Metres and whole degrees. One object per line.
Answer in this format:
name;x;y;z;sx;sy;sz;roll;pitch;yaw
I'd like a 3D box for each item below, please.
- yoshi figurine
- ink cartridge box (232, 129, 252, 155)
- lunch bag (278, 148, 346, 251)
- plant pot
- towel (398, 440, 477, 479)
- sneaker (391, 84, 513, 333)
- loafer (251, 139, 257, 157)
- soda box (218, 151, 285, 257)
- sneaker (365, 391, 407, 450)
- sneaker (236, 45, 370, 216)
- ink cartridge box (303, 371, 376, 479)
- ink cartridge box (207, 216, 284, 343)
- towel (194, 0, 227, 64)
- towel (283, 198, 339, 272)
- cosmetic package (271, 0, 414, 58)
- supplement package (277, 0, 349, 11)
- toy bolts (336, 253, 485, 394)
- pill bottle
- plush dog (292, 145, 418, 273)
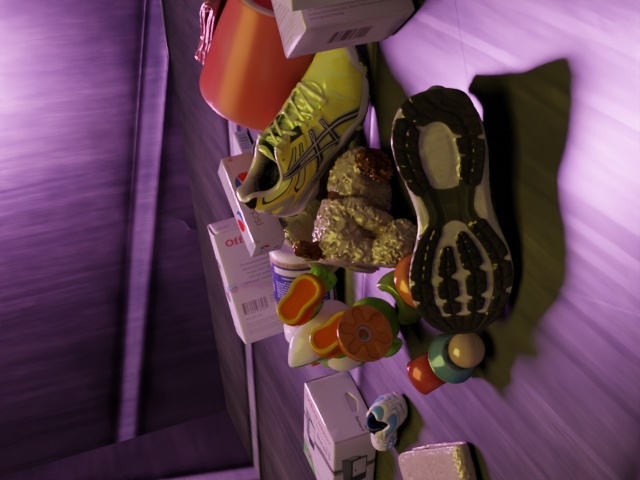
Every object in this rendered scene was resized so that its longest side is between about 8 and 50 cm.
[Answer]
yoshi figurine;0.057;0.155;1.808;0.362;0.203;0.204;48;-137;-69
ink cartridge box;-0.208;-0.174;2.787;0.224;0.045;0.223;96;155;-53
lunch bag;-0.024;-0.097;2.021;0.287;0.169;0.235;63;158;15
plant pot;-0.093;-0.392;1.872;0.243;0.275;0.275;106;148;-43
towel;0.240;0.486;1.803;0.282;0.049;0.187;-37;69;66
sneaker;0.206;-0.053;1.409;0.182;0.158;0.410;-67;-28;-62
loafer;-0.132;-0.136;2.486;0.084;0.096;0.268;-161;60;-64
soda box;-0.149;-0.079;2.015;0.069;0.074;0.216;120;130;-64
sneaker;0.132;0.404;2.061;0.237;0.086;0.085;99;151;-57
sneaker;-0.032;-0.203;1.774;0.145;0.147;0.385;37;116;29
ink cartridge box;0.045;0.504;2.370;0.211;0.121;0.289;-121;24;-44
ink cartridge box;-0.141;0.081;2.418;0.131;0.226;0.306;-145;40;-71
towel;-0.169;-0.549;1.962;0.329;0.037;0.237;-63;1;-23
towel;0.000;0.000;1.857;0.027;0.110;0.148;10;142;56
cosmetic package;0.002;-0.506;1.517;0.155;0.197;0.366;152;105;-75
supplement package;0.046;-0.427;1.338;0.134;0.244;0.139;-128;27;-56
toy bolts;0.165;0.149;1.563;0.228;0.218;0.158;55;150;7
pill bottle;-0.037;0.116;2.260;0.153;0.153;0.265;-130;30;-57
plush dog;0.062;-0.065;1.760;0.262;0.210;0.225;160;119;-74
